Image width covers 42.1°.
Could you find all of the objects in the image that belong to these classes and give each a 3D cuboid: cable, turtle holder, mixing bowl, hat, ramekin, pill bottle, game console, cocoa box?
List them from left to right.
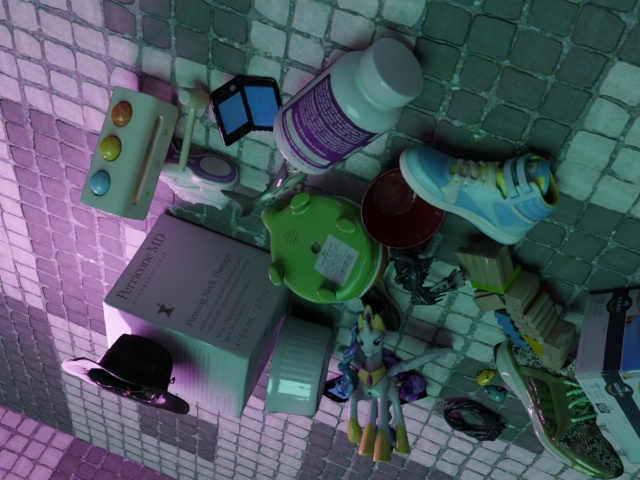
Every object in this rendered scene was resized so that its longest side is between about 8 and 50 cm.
[{"bbox_3d":[-0.449,0.308,2.032,0.331,0.134,0.331,18,159,7],"label":"hat"},{"bbox_3d":[-0.154,-0.271,1.777,0.085,0.124,0.144,33,150,36],"label":"game console"},{"bbox_3d":[-0.053,0.350,2.285,0.135,0.277,0.277,10,140,6],"label":"ramekin"},{"bbox_3d":[0.005,0.019,1.887,0.320,0.244,0.227,-2,178,32],"label":"turtle holder"},{"bbox_3d":[0.054,-0.258,1.602,0.169,0.169,0.301,40,140,-17],"label":"pill bottle"},{"bbox_3d":[0.136,0.424,2.439,0.213,0.044,0.361,40,140,-17],"label":"game console"},{"bbox_3d":[0.167,-0.083,1.770,0.181,0.098,0.182,-3,112,-6],"label":"mixing bowl"},{"bbox_3d":[0.431,0.515,2.385,0.184,0.047,0.150,27,147,-5],"label":"cable"},{"bbox_3d":[0.734,0.295,1.802,0.227,0.231,0.347,-12,129,37],"label":"cocoa box"}]

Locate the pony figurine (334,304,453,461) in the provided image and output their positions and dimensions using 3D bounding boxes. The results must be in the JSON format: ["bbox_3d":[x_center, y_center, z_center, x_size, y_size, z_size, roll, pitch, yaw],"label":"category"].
[{"bbox_3d":[0.161,0.353,2.089,0.302,0.364,0.351,-3,170,21],"label":"pony figurine"}]

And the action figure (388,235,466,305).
[{"bbox_3d":[0.229,0.065,1.855,0.164,0.140,0.276,58,180,15],"label":"action figure"}]

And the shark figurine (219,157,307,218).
[{"bbox_3d":[-0.095,-0.158,1.864,0.278,0.166,0.116,-34,80,47],"label":"shark figurine"}]

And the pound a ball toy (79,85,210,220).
[{"bbox_3d":[-0.394,-0.206,1.824,0.208,0.319,0.135,19,-177,29],"label":"pound a ball toy"}]

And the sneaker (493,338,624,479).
[{"bbox_3d":[0.565,0.353,1.910,0.410,0.158,0.182,56,135,30],"label":"sneaker"}]

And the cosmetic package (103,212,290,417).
[{"bbox_3d":[-0.317,0.201,2.207,0.393,0.329,0.327,20,142,7],"label":"cosmetic package"}]

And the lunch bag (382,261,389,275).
[{"bbox_3d":[0.108,0.046,2.002,0.098,0.067,0.065,0,134,31],"label":"lunch bag"}]

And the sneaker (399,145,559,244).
[{"bbox_3d":[0.330,-0.130,1.635,0.319,0.127,0.208,27,145,-17],"label":"sneaker"}]

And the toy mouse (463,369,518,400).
[{"bbox_3d":[0.483,0.397,2.222,0.143,0.031,0.161,41,139,-18],"label":"toy mouse"}]

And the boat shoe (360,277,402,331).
[{"bbox_3d":[0.144,0.167,2.114,0.080,0.073,0.224,-3,134,27],"label":"boat shoe"}]

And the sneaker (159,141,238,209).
[{"bbox_3d":[-0.350,-0.156,1.989,0.305,0.114,0.152,22,141,5],"label":"sneaker"}]

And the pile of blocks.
[{"bbox_3d":[0.447,0.127,1.872,0.362,0.112,0.149,52,149,-13],"label":"pile of blocks"}]
